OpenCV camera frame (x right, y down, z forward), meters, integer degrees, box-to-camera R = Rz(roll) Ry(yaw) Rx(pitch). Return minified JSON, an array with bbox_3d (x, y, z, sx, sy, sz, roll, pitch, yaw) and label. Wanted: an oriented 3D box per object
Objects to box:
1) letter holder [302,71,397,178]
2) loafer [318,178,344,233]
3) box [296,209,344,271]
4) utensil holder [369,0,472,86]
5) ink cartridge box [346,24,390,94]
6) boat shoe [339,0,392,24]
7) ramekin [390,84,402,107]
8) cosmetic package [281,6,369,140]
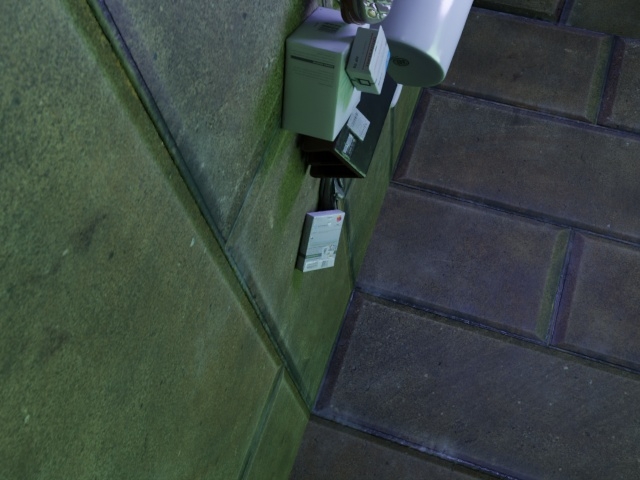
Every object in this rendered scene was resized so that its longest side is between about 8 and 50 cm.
[{"bbox_3d":[0.046,-0.337,1.845,0.152,0.214,0.302,36,67,-43],"label":"letter holder"},{"bbox_3d":[0.045,-0.138,2.184,0.096,0.084,0.267,-58,160,-54],"label":"loafer"},{"bbox_3d":[0.000,0.000,2.126,0.145,0.038,0.186,-10,119,-46],"label":"box"},{"bbox_3d":[0.283,-0.694,1.984,0.327,0.327,0.385,47,61,-76],"label":"utensil holder"},{"bbox_3d":[0.106,-0.406,1.503,0.180,0.060,0.104,24,80,-77],"label":"ink cartridge box"},{"bbox_3d":[0.109,-0.636,1.506,0.123,0.116,0.324,22,79,-35],"label":"boat shoe"},{"bbox_3d":[0.213,-0.573,2.289,0.273,0.127,0.273,15,90,-78],"label":"ramekin"},{"bbox_3d":[0.014,-0.393,1.581,0.224,0.138,0.225,-61,164,-47],"label":"cosmetic package"}]
